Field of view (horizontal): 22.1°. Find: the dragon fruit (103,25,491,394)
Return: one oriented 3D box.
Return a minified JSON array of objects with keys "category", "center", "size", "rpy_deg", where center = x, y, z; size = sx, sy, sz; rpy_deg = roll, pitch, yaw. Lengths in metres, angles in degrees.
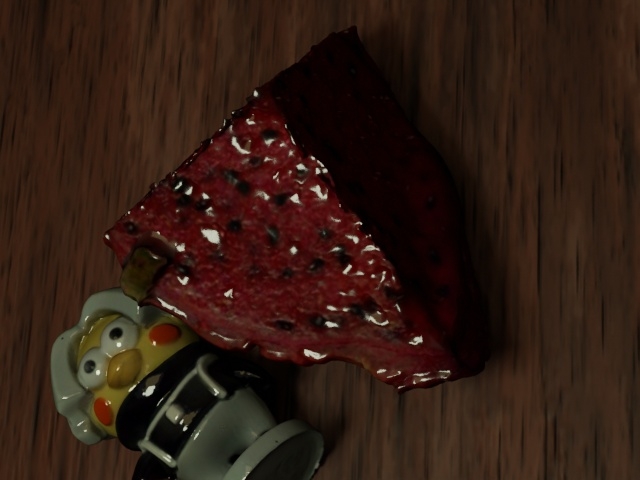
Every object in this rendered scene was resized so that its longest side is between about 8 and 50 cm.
[{"category":"dragon fruit","center":[0.000,0.000,1.327],"size":[0.302,0.240,0.330],"rpy_deg":[-40,71,-3]}]

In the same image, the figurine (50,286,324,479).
[{"category":"figurine","center":[-0.128,0.147,1.399],"size":[0.236,0.133,0.176],"rpy_deg":[40,89,26]}]
